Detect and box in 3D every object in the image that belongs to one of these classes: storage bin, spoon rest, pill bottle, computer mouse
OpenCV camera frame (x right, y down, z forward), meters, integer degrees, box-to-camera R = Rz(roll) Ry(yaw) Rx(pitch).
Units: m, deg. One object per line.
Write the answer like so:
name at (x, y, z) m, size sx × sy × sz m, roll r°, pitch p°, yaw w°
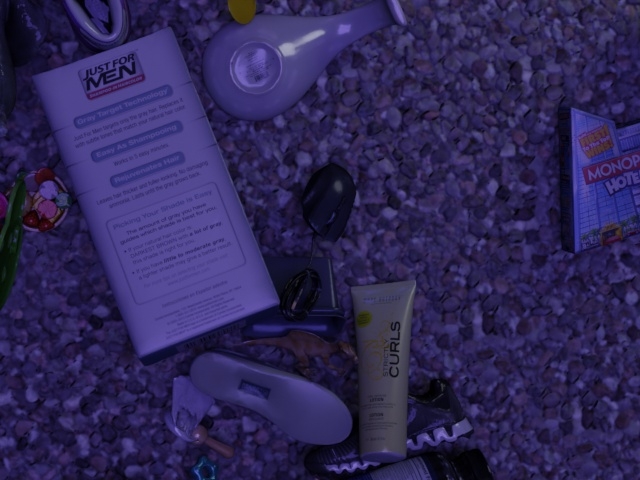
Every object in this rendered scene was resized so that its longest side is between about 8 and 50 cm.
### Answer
storage bin at (-0.038, 0.074, 1.829) m, size 0.135 × 0.098 × 0.091 m, roll 1°, pitch 68°, yaw -8°
spoon rest at (-0.022, -0.251, 1.812) m, size 0.276 × 0.084 × 0.137 m, roll -22°, pitch 97°, yaw 7°
pill bottle at (0.122, 0.354, 1.856) m, size 0.219 × 0.123 × 0.123 m, roll -16°, pitch 97°, yaw -7°
computer mouse at (0.000, 0.000, 1.786) m, size 0.071 × 0.041 × 0.242 m, roll 39°, pitch 53°, yaw -35°

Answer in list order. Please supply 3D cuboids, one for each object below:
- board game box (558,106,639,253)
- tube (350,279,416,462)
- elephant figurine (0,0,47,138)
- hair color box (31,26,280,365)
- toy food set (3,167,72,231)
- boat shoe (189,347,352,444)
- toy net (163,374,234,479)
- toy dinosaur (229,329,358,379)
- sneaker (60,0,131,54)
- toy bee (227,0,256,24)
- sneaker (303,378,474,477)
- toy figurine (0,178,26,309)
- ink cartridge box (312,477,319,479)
board game box at (0.402, -0.103, 1.889) m, size 0.194 × 0.060 × 0.194 m, roll -18°, pitch 98°, yaw -7°
tube at (0.080, 0.168, 1.820) m, size 0.070 × 0.062 × 0.240 m, roll 10°, pitch 67°, yaw -19°
elephant figurine at (-0.425, -0.267, 1.691) m, size 0.186 × 0.169 × 0.239 m, roll 18°, pitch 96°, yaw -4°
hair color box at (-0.204, -0.053, 1.726) m, size 0.185 × 0.113 × 0.375 m, roll -21°, pitch 82°, yaw -7°
toy food set at (-0.366, -0.052, 1.796) m, size 0.083 × 0.020 × 0.082 m, roll 40°, pitch 88°, yaw -10°
boat shoe at (-0.063, 0.197, 1.834) m, size 0.227 × 0.081 × 0.079 m, roll 23°, pitch 99°, yaw -3°
toy net at (-0.167, 0.295, 1.828) m, size 0.122 × 0.045 × 0.232 m, roll -19°, pitch 86°, yaw -43°
toy dinosaur at (-0.020, 0.141, 1.831) m, size 0.183 × 0.093 × 0.053 m, roll 3°, pitch 60°, yaw 27°
sneaker at (-0.309, -0.368, 1.706) m, size 0.102 × 0.161 × 0.282 m, roll -29°, pitch 96°, yaw -4°
toy bee at (-0.081, -0.372, 1.762) m, size 0.298 × 0.162 × 0.195 m, roll 15°, pitch 102°, yaw 15°
sneaker at (0.083, 0.245, 1.867) m, size 0.234 × 0.078 × 0.106 m, roll -16°, pitch 90°, yaw -6°
toy figurine at (-0.465, -0.009, 1.740) m, size 0.159 × 0.130 × 0.173 m, roll 12°, pitch 99°, yaw -1°
ink cartridge box at (0.006, 0.478, 1.805) m, size 0.261 × 0.066 × 0.296 m, roll 36°, pitch 123°, yaw -10°
